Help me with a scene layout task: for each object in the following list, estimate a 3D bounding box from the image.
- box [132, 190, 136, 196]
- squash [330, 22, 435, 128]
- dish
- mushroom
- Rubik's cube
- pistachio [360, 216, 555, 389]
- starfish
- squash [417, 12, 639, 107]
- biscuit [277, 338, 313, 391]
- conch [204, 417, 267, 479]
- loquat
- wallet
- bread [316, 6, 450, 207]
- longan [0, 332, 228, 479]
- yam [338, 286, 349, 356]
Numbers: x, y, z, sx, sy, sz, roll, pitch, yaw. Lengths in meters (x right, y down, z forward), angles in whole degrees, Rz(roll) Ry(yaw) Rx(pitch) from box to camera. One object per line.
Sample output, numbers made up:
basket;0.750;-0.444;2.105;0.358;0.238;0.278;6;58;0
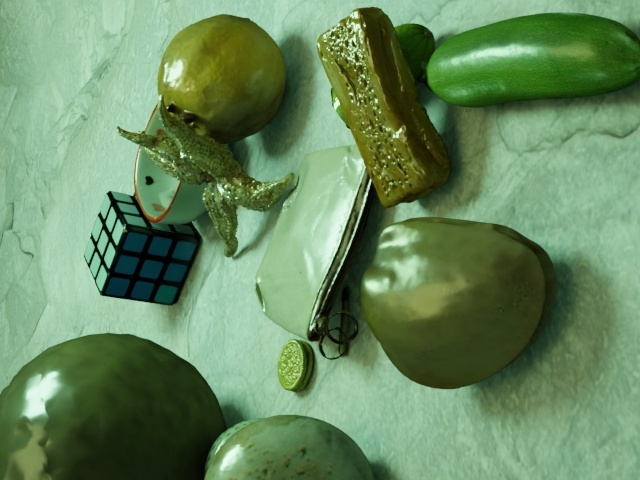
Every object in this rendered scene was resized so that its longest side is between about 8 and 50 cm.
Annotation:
box;-0.356;-0.100;2.384;0.126;0.027;0.125;-59;-4;33
squash;0.101;-0.248;1.701;0.188;0.095;0.095;-46;44;36
dish;-0.252;-0.149;2.214;0.256;0.117;0.256;-25;60;53
mushroom;-0.044;0.371;1.639;0.243;0.243;0.243;-25;60;54
Rubik's cube;-0.353;0.016;2.285;0.163;0.161;0.162;50;123;53
pistachio;0.168;0.079;1.429;0.260;0.163;0.212;3;104;46
starfish;-0.214;-0.124;1.996;0.084;0.293;0.301;-56;5;-30
squash;0.242;-0.222;1.442;0.395;0.107;0.107;6;86;60
biscuit;-0.041;0.199;1.849;0.084;0.023;0.084;-26;59;54
conch;-0.121;0.363;1.826;0.200;0.131;0.172;-23;62;53
loquat;-0.171;-0.278;2.030;0.193;0.238;0.238;127;146;-72
wallet;-0.002;-0.001;1.802;0.275;0.068;0.335;12;83;59
bread;0.085;-0.183;1.623;0.139;0.077;0.271;-31;81;51
longan;-0.367;0.355;1.933;0.404;0.436;0.404;14;113;36
yam;0.036;0.122;1.756;0.014;0.014;0.107;-17;65;56
